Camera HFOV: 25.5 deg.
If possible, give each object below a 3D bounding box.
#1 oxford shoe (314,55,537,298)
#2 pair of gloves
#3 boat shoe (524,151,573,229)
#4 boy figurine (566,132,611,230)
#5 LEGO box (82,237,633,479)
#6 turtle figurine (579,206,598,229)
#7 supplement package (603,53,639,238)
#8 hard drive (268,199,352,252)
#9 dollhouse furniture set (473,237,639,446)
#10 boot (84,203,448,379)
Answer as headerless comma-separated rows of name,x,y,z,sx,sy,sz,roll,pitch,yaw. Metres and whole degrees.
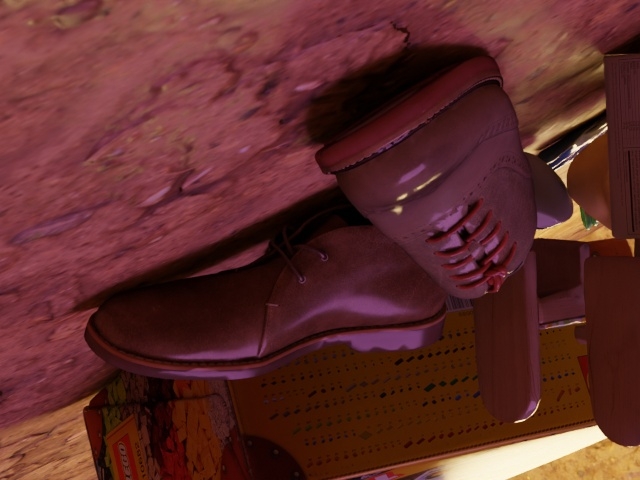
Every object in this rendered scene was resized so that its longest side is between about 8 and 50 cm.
oxford shoe,0.093,-0.031,0.919,0.123,0.130,0.348,-29,172,14
pair of gloves,0.311,-0.120,1.467,0.198,0.023,0.159,-23,170,-35
boat shoe,0.164,-0.036,1.349,0.070,0.078,0.219,-34,162,35
boy figurine,0.356,-0.115,1.340,0.285,0.092,0.177,-39,169,18
LEGO box,0.055,0.172,1.481,0.500,0.193,0.372,-7,162,-29
turtle figurine,0.496,-0.073,2.042,0.234,0.118,0.175,-12,157,1
supplement package,0.356,-0.084,1.131,0.203,0.149,0.194,-1,-173,30
hard drive,0.000,0.000,1.197,0.094,0.022,0.135,-26,172,-12
dollhouse furniture set,0.384,0.119,1.128,0.362,0.256,0.394,-7,-174,-33
boot,-0.032,0.028,1.071,0.305,0.112,0.115,-8,126,-29
